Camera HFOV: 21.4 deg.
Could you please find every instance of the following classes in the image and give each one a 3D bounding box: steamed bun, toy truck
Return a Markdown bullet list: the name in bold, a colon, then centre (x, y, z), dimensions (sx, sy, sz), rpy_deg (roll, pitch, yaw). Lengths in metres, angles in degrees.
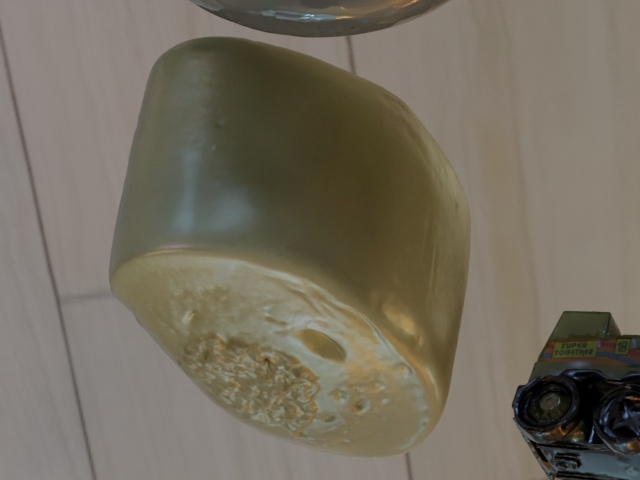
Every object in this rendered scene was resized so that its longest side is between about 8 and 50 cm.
- **steamed bun**: centre (0.000, 0.000, 0.997), dimensions (0.154, 0.200, 0.250), rpy_deg (-10, 141, 33)
- **toy truck**: centre (0.272, 0.122, 1.182), dimensions (0.127, 0.257, 0.127), rpy_deg (55, 50, -43)

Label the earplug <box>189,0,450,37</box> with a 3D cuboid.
- **earplug**: centre (-0.038, -0.246, 0.866), dimensions (0.325, 0.175, 0.214), rpy_deg (47, 63, -4)
